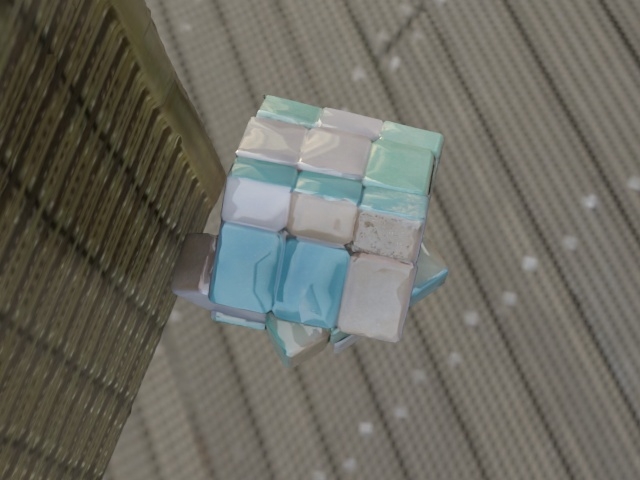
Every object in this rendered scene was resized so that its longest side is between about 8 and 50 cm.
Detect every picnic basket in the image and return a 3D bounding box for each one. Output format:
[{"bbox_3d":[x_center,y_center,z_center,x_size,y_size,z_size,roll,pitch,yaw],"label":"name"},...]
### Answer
[{"bbox_3d":[-0.171,-0.007,0.455,0.313,0.228,0.175,73,-143,-77],"label":"picnic basket"}]

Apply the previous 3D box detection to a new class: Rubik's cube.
[{"bbox_3d":[0.001,0.001,0.552,0.075,0.084,0.073,20,119,17],"label":"Rubik's cube"}]
